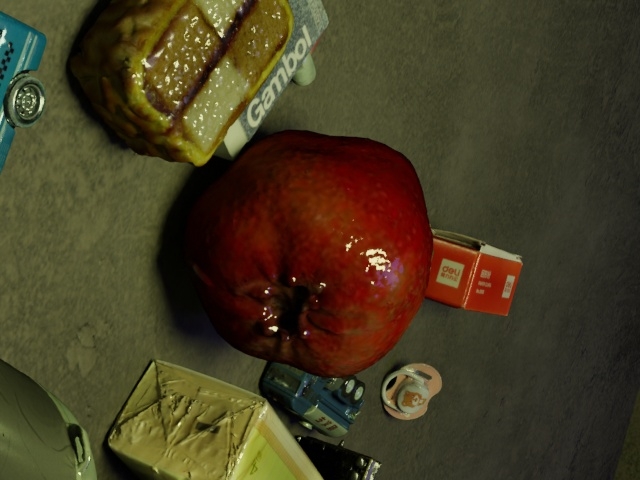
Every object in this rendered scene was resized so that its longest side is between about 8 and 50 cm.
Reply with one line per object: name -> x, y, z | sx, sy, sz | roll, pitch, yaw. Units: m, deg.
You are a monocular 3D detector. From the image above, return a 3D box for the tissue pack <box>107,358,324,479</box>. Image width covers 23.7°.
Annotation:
tissue pack -> -0.109, 0.247, 1.677 | 0.125, 0.159, 0.234 | -62, 151, -22

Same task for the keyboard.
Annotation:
keyboard -> 0.002, 0.287, 1.850 | 0.106, 0.027, 0.317 | -65, -168, -9

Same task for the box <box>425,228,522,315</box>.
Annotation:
box -> 0.189, 0.041, 2.142 | 0.182, 0.133, 0.099 | 13, 93, -61

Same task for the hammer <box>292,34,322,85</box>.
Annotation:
hammer -> -0.013, -0.218, 1.733 | 0.052, 0.031, 0.083 | 74, 36, -52

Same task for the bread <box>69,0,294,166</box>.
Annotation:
bread -> -0.125, -0.183, 1.455 | 0.222, 0.096, 0.181 | -58, 140, -24

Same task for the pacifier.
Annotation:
pacifier -> 0.128, 0.209, 2.217 | 0.099, 0.081, 0.078 | -58, -166, 24

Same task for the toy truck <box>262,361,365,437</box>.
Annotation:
toy truck -> -0.008, 0.192, 1.940 | 0.088, 0.074, 0.202 | -59, 151, -8

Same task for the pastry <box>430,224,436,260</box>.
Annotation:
pastry -> 0.072, 0.044, 1.969 | 0.182, 0.093, 0.192 | -4, 113, -62

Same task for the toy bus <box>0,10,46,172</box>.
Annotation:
toy bus -> -0.313, -0.070, 1.164 | 0.134, 0.113, 0.246 | 31, 76, -58

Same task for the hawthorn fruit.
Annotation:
hawthorn fruit -> 0.000, 0.000, 1.658 | 0.307, 0.265, 0.265 | -67, 162, -62

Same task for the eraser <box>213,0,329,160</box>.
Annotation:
eraser -> -0.068, -0.193, 1.622 | 0.212, 0.046, 0.092 | -58, 148, -26

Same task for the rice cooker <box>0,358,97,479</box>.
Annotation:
rice cooker -> -0.327, 0.186, 1.101 | 0.288, 0.288, 0.277 | -64, 146, -16
